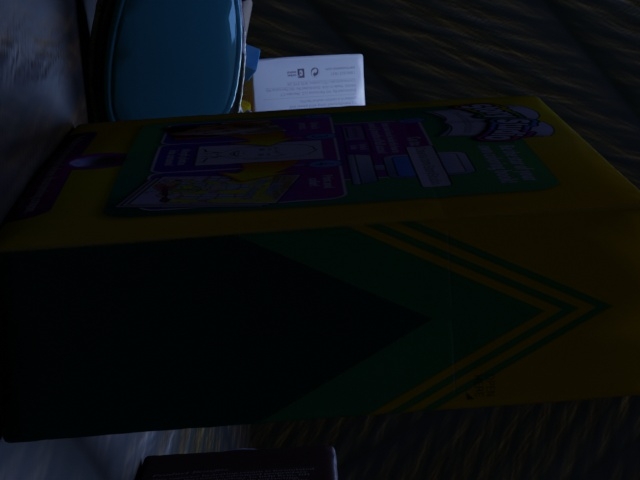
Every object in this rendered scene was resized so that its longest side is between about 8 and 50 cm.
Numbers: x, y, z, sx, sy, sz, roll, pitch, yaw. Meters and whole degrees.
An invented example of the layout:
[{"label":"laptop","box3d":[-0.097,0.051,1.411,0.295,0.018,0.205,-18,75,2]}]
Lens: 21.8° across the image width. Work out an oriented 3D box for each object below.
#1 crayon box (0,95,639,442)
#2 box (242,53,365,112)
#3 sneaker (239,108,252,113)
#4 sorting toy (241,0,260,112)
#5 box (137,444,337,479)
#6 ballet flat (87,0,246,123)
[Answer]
[{"label":"crayon box","box3d":[0.000,0.000,0.940,0.363,0.313,0.106,-95,-178,-77]},{"label":"box","box3d":[-0.057,-0.070,2.208,0.215,0.168,0.345,6,-79,61]},{"label":"sneaker","box3d":[-0.084,-0.048,1.845,0.323,0.130,0.236,-2,96,-74]},{"label":"sorting toy","box3d":[-0.116,-0.172,2.012,0.196,0.047,0.348,131,-28,-61]},{"label":"box","box3d":[-0.063,0.272,1.340,0.203,0.168,0.167,-94,180,-83]},{"label":"ballet flat","box3d":[-0.118,-0.080,1.235,0.123,0.123,0.349,-95,-178,-70]}]
